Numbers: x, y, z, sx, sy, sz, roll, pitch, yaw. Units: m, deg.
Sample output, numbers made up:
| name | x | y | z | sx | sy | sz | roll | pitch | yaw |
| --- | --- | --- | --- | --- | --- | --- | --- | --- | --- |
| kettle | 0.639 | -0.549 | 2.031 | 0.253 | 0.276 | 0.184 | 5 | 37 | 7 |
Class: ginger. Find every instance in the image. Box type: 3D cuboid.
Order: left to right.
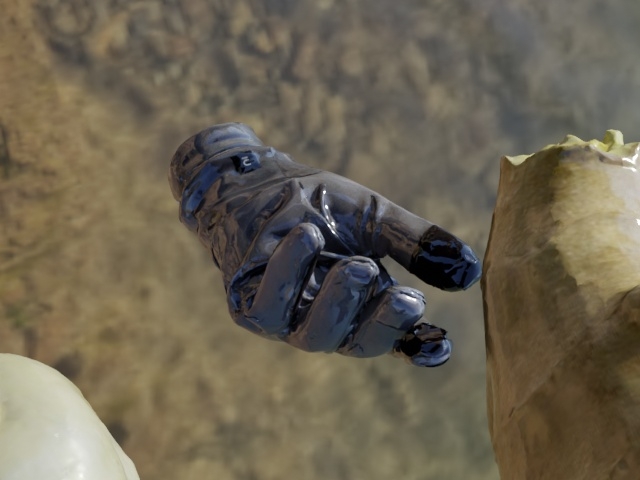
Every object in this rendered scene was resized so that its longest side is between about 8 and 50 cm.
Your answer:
| name | x | y | z | sx | sy | sz | roll | pitch | yaw |
| --- | --- | --- | --- | --- | --- | --- | --- | --- | --- |
| ginger | 0.148 | 0.118 | 0.599 | 0.375 | 0.166 | 0.236 | -86 | 170 | -61 |

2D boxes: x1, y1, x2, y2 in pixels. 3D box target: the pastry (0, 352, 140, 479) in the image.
| name | x | y | z | sx | sy | sz | roll | pitch | yaw |
| --- | --- | --- | --- | --- | --- | --- | --- | --- | --- |
| pastry | -0.124 | 0.097 | 0.409 | 0.156 | 0.156 | 0.092 | -47 | 132 | -30 |

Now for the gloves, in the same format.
| name | x | y | z | sx | sy | sz | roll | pitch | yaw |
| --- | --- | --- | --- | --- | --- | --- | --- | --- | --- |
| gloves | 0.000 | 0.006 | 0.951 | 0.142 | 0.285 | 0.119 | -27 | 122 | -17 |
